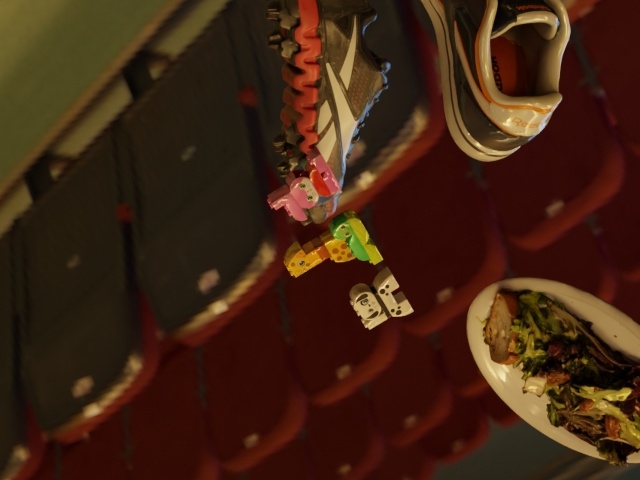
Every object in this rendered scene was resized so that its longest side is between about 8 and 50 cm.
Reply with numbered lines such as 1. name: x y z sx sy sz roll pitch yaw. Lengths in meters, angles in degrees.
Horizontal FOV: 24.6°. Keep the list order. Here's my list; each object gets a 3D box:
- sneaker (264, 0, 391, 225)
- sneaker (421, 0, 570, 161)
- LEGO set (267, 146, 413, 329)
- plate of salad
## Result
1. sneaker: 0.015 -0.150 1.635 0.135 0.097 0.276 -8 112 -16
2. sneaker: 0.171 -0.250 1.472 0.126 0.321 0.127 -9 168 -29
3. LEGO set: 0.000 0.000 1.544 0.093 0.087 0.227 -31 123 1
4. plate of salad: 0.199 0.112 1.175 0.048 0.200 0.200 -48 171 -34
